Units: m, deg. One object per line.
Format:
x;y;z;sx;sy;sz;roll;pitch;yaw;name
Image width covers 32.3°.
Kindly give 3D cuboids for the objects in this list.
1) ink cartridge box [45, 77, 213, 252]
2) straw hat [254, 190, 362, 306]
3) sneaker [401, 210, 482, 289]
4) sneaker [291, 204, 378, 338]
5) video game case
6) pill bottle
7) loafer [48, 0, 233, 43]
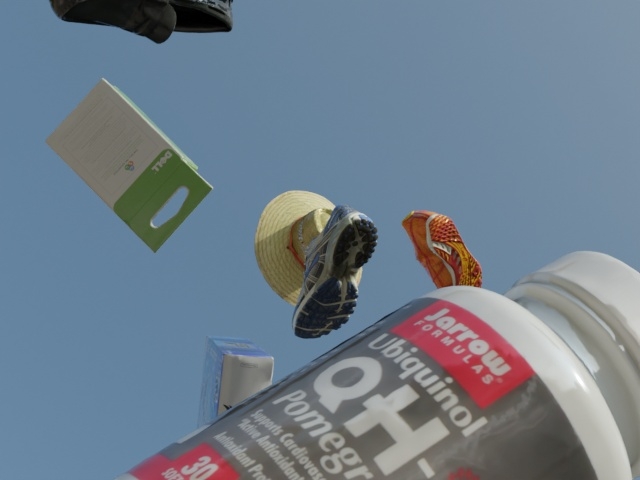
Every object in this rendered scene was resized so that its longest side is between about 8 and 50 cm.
-0.226;-0.088;1.359;0.209;0.062;0.109;44;-88;16;ink cartridge box
0.000;0.000;1.208;0.144;0.144;0.061;47;-36;-4;straw hat
0.160;0.027;1.429;0.067;0.064;0.175;19;-38;49;sneaker
0.009;0.028;1.005;0.052;0.058;0.135;15;-66;-29;sneaker
-0.110;0.242;1.285;0.061;0.269;0.244;5;-92;-9;video game case
0.052;0.133;0.598;0.176;0.318;0.176;46;-27;32;pill bottle
-0.182;-0.250;1.181;0.076;0.223;0.078;-27;-100;46;loafer
